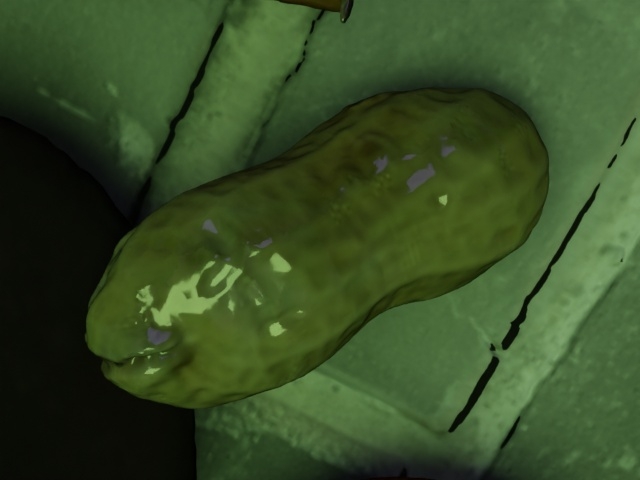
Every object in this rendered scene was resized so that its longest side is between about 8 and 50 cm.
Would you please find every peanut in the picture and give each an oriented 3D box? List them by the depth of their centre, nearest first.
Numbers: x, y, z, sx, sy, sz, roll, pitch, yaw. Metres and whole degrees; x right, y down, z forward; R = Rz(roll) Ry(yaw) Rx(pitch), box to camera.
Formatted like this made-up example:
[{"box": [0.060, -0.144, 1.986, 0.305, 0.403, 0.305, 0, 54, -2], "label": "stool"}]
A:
[{"box": [0.000, 0.000, 0.802, 0.290, 0.130, 0.130, -27, 105, -22], "label": "peanut"}]

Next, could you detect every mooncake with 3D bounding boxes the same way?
[{"box": [-0.241, 0.125, 0.799, 0.350, 0.381, 0.212, 32, 152, -32], "label": "mooncake"}]

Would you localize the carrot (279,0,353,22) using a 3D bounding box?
[{"box": [-0.128, -0.248, 0.728, 0.341, 0.224, 0.224, 13, 110, 1], "label": "carrot"}]

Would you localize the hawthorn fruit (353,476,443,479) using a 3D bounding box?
[{"box": [0.039, 0.240, 0.884, 0.262, 0.210, 0.210, 14, 111, 22], "label": "hawthorn fruit"}]
